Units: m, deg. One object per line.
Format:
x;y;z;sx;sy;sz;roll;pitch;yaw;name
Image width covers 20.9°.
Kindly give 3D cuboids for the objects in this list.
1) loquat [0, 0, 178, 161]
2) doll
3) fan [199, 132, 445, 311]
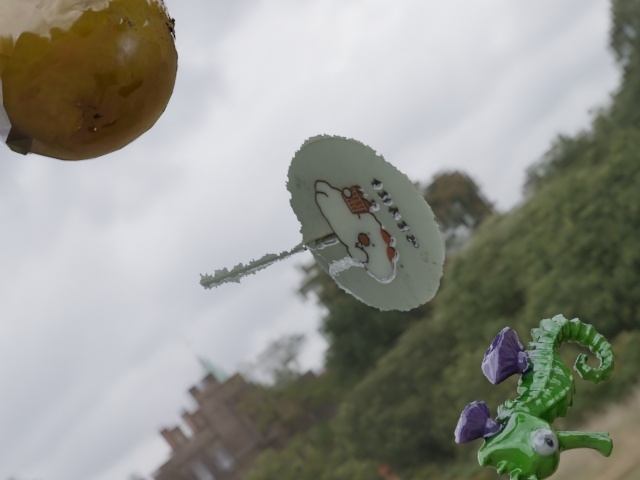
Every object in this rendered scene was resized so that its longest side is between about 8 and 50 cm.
-0.257;-0.189;1.746;0.235;0.235;0.235;-38;-7;-6;loquat
0.172;0.120;1.319;0.190;0.115;0.050;-63;-1;-45;doll
0.000;0.000;1.573;0.329;0.190;0.009;-23;-11;-49;fan
